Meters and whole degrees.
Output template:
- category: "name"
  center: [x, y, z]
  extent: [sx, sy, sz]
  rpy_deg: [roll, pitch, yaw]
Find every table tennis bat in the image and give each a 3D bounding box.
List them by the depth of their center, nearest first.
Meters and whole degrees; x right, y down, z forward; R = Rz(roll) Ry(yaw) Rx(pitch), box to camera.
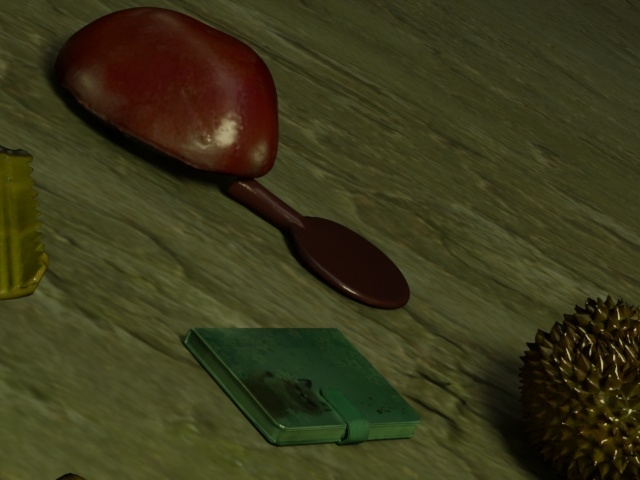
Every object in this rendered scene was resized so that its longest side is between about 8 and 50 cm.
- category: "table tennis bat"
  center: [0.000, 0.000, 1.389]
  extent: [0.154, 0.019, 0.098]
  rpy_deg: [34, 23, 2]

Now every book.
- category: "book"
  center: [-0.007, 0.089, 1.190]
  extent: [0.135, 0.017, 0.103]
  rpy_deg: [4, 34, -48]

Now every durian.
- category: "durian"
  center: [0.207, 0.112, 1.274]
  extent: [0.158, 0.137, 0.168]
  rpy_deg: [34, 6, -24]

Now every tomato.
- category: "tomato"
  center: [-0.105, -0.121, 1.407]
  extent: [0.174, 0.082, 0.166]
  rpy_deg: [19, 21, -9]

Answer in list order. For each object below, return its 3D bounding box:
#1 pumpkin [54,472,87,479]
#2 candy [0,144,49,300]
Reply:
- category: "pumpkin"
  center: [-0.053, 0.232, 0.748]
  extent: [0.254, 0.149, 0.130]
  rpy_deg: [46, -3, 19]
- category: "candy"
  center: [-0.292, -0.035, 1.020]
  extent: [0.297, 0.081, 0.187]
  rpy_deg: [10, 28, -18]
